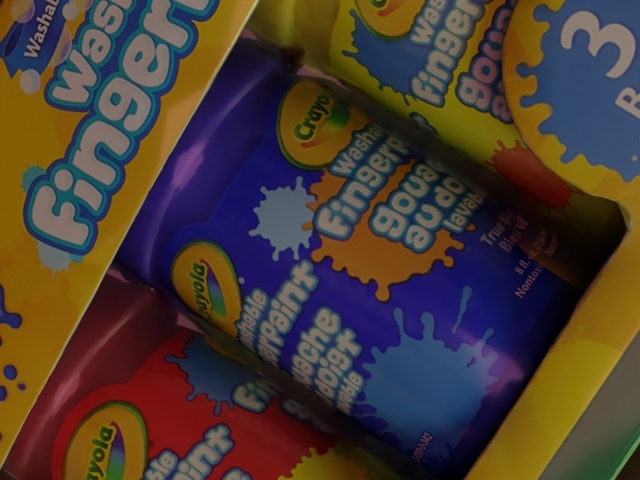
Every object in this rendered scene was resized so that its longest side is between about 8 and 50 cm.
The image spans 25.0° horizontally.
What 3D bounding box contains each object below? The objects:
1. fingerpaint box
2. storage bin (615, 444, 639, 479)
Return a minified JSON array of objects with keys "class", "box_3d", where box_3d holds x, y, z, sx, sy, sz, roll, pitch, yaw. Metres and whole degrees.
[{"class":"fingerpaint box","box_3d":[0.000,0.000,0.731,0.371,0.163,0.444,35,104,12]},{"class":"storage bin","box_3d":[0.308,0.130,0.844,0.260,0.123,0.262,14,105,-4]}]
